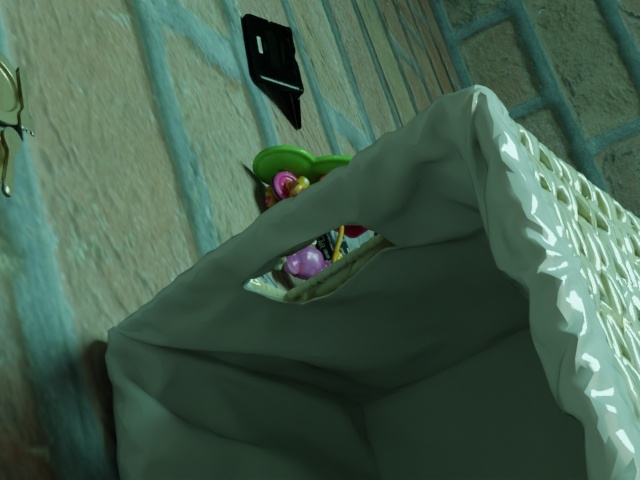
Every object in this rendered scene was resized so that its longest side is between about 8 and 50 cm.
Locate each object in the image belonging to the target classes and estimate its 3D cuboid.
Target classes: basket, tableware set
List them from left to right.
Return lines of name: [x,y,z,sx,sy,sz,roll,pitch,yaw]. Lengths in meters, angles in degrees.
tableware set: [-0.237,-0.108,0.585,0.169,0.020,0.141,48,25,-43]
basket: [0.079,0.154,0.570,0.266,0.328,0.331,21,46,-45]

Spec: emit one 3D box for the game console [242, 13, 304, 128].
game console: [-0.063,-0.222,1.233,0.107,0.071,0.122,13,48,-31]

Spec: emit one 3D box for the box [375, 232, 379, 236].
box: [0.146,0.040,1.429,0.175,0.051,0.220,60,19,-18]

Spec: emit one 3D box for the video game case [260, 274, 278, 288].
video game case: [-0.028,0.113,0.908,0.166,0.015,0.119,53,21,-34]

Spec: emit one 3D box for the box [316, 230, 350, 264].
box: [0.013,0.004,1.153,0.083,0.018,0.067,68,18,5]

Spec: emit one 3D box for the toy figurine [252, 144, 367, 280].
toy figurine: [0.000,0.000,1.006,0.173,0.130,0.159,26,49,-31]
